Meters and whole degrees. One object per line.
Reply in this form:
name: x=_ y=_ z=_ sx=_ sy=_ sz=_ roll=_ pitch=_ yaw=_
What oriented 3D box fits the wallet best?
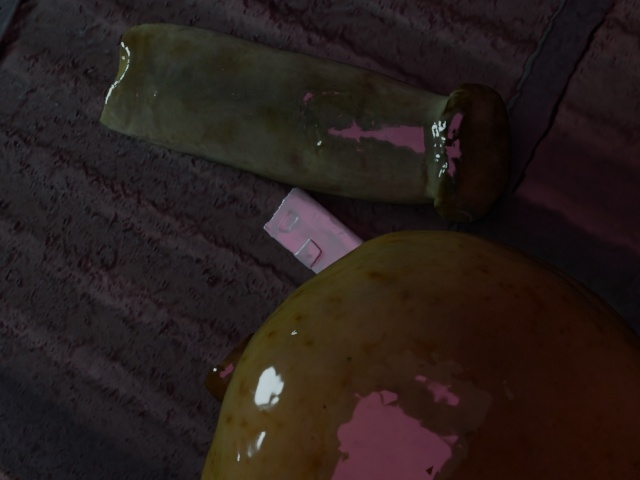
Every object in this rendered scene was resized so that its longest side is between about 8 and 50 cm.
wallet: x=0.000 y=0.000 z=0.868 sx=0.083 sy=0.011 sz=0.044 roll=40 pitch=95 yaw=15

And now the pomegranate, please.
pomegranate: x=0.077 y=0.142 z=0.705 sx=0.307 sy=0.307 sz=0.307 roll=-2 pitch=83 yaw=15

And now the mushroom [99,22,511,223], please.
mushroom: x=-0.011 y=-0.089 z=0.850 sx=0.312 sy=0.081 sz=0.100 roll=15 pitch=84 yaw=20
